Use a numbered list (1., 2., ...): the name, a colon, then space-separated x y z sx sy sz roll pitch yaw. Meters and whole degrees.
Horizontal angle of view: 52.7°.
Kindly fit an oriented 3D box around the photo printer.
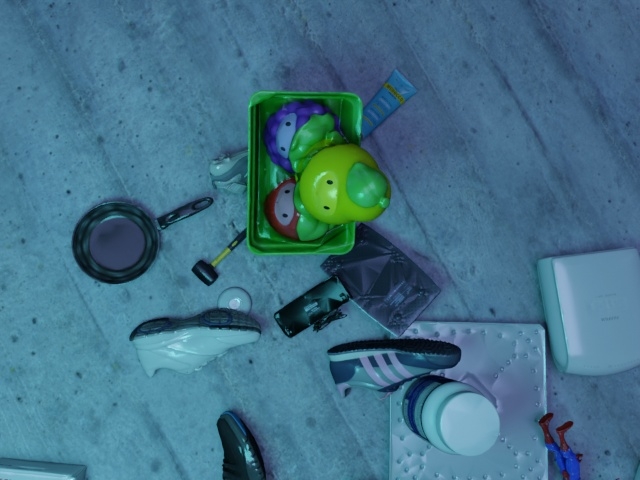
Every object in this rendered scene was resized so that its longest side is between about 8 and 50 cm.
1. photo printer: 0.688 0.181 1.610 0.256 0.107 0.307 -6 84 -8

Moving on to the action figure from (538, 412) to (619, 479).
1. action figure: 0.626 0.534 1.557 0.139 0.091 0.280 -24 107 -22

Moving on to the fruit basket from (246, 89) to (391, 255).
1. fruit basket: -0.015 -0.132 1.385 0.283 0.392 0.391 0 83 -9

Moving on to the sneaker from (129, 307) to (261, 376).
1. sneaker: -0.280 0.236 1.487 0.297 0.111 0.129 -7 108 2

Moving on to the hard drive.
1. hard drive: 0.142 0.096 1.553 0.255 0.054 0.172 41 80 13

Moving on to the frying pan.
1. frying pan: -0.433 -0.040 1.519 0.197 0.053 0.326 43 78 -1

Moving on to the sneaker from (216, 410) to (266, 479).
1. sneaker: -0.181 0.556 1.446 0.140 0.125 0.340 -19 84 -4

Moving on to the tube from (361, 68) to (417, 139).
1. tube: 0.155 -0.341 1.636 0.080 0.052 0.207 45 74 -10

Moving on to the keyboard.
1. keyboard: -0.011 0.168 1.542 0.192 0.038 0.100 -33 82 13

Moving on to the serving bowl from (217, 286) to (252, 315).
1. serving bowl: -0.205 0.152 1.538 0.084 0.027 0.083 1 83 -8

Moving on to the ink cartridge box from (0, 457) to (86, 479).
1. ink cartridge box: -0.632 0.621 1.382 0.199 0.115 0.272 8 82 -5

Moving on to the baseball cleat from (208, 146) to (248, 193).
1. baseball cleat: -0.172 -0.177 1.568 0.206 0.072 0.109 -18 119 -21

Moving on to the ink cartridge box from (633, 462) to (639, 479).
1. ink cartridge box: 0.854 0.721 1.558 0.226 0.131 0.306 25 79 -3

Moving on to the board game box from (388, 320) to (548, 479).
1. board game box: 0.355 0.395 1.571 0.390 0.050 0.389 2 83 -7

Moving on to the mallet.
1. mallet: -0.218 0.033 1.549 0.190 0.039 0.062 -38 90 -14

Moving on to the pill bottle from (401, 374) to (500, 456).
1. pill bottle: 0.280 0.379 1.403 0.153 0.265 0.153 1 83 -8

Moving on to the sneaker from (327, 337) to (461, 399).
1. sneaker: 0.173 0.299 1.485 0.319 0.112 0.131 -6 95 29
